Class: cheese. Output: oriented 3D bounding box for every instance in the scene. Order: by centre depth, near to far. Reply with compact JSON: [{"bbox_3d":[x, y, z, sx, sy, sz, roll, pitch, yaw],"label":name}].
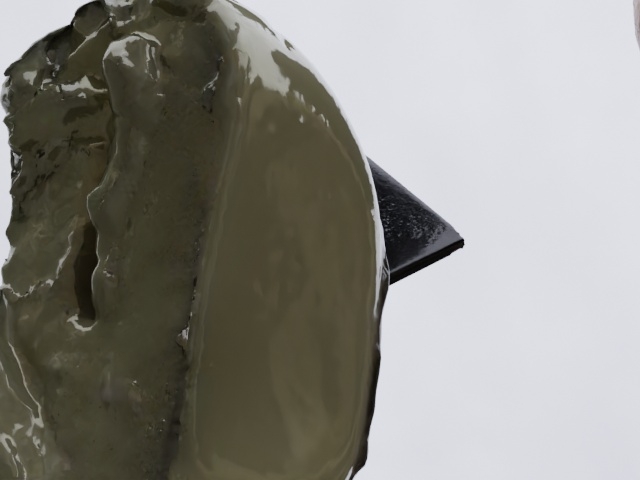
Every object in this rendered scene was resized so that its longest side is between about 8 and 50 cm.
[{"bbox_3d":[-0.067,0.023,0.619,0.127,0.233,0.266,-5,-112,31],"label":"cheese"}]

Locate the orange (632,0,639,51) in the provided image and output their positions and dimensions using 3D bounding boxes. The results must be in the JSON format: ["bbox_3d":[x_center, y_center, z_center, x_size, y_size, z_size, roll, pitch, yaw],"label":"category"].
[{"bbox_3d":[0.392,-0.198,1.013,0.312,0.312,0.312,2,-72,7],"label":"orange"}]

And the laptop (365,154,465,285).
[{"bbox_3d":[0.000,0.000,1.044,0.135,0.197,0.016,44,-38,32],"label":"laptop"}]
